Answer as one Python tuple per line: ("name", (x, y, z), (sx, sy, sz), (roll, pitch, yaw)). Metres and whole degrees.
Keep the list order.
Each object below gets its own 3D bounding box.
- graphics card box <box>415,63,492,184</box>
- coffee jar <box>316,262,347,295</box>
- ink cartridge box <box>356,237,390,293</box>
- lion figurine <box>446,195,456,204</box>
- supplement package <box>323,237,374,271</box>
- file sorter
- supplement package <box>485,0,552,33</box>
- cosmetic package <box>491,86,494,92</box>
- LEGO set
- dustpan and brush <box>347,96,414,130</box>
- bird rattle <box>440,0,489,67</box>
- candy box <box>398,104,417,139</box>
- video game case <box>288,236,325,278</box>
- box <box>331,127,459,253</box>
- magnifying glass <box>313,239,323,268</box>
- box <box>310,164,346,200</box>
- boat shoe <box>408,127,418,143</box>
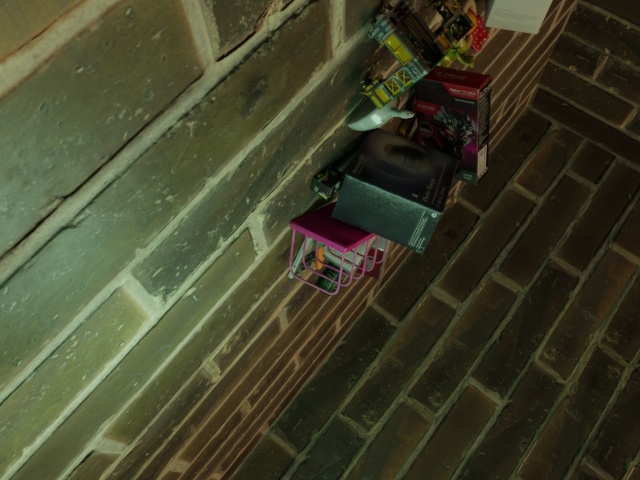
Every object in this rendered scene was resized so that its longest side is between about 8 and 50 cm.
("graphics card box", (0.438, -0.380, 1.876), (0.094, 0.232, 0.371), (-45, 142, -30))
("coffee jar", (0.065, 0.131, 2.299), (0.184, 0.079, 0.096), (-60, 159, 17))
("ink cartridge box", (0.220, 0.035, 2.315), (0.309, 0.130, 0.272), (86, 23, -65))
("lion figurine", (0.377, -0.177, 2.272), (0.240, 0.392, 0.142), (-26, 111, -17))
("supplement package", (0.125, -0.014, 2.038), (0.244, 0.139, 0.134), (-56, 170, -5))
("file sorter", (0.063, 0.016, 1.756), (0.290, 0.202, 0.182), (-27, 134, -49))
("supplement package", (0.635, -0.821, 1.739), (0.293, 0.175, 0.178), (96, 3, -59))
("cosmetic package", (0.660, -0.594, 2.435), (0.107, 0.127, 0.238), (-55, 162, -1))
("LEGO set", (0.206, -0.503, 1.389), (0.331, 0.192, 0.255), (-45, -169, -19))
("dustpan and brush", (0.174, -0.344, 1.494), (0.147, 0.060, 0.211), (-52, -157, -7))
("bird rattle", (0.463, -0.661, 1.784), (0.253, 0.143, 0.207), (-49, 146, -28))
("candy box", (0.353, -0.459, 2.029), (0.206, 0.027, 0.105), (-55, 166, 1))
("video game case", (-0.028, 0.032, 1.959), (0.190, 0.022, 0.173), (-30, 150, -56))
("box", (0.228, -0.159, 1.696), (0.296, 0.294, 0.183), (-63, 172, -46))
("magnifying glass", (0.000, 0.000, 1.880), (0.092, 0.026, 0.231), (-43, 149, -43))
("box", (0.022, -0.168, 1.631), (0.083, 0.062, 0.052), (-42, 161, -39))
("boat shoe", (0.377, -0.384, 2.166), (0.081, 0.068, 0.228), (-37, 156, -46))
